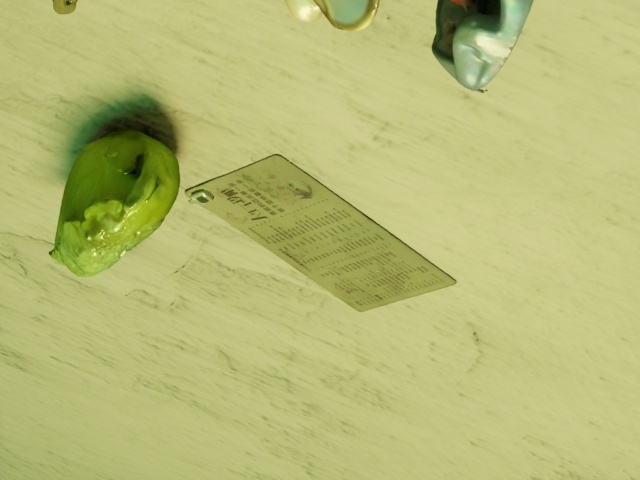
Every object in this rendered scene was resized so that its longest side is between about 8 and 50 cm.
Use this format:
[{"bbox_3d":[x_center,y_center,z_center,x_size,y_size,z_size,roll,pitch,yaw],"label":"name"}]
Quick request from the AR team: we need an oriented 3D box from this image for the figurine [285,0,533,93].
[{"bbox_3d":[-0.040,-0.272,1.314,0.388,0.248,0.277,12,149,-11],"label":"figurine"}]

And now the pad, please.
[{"bbox_3d":[0.000,0.000,1.955,0.265,0.009,0.159,34,146,-29],"label":"pad"}]

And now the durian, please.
[{"bbox_3d":[-0.200,-0.038,1.862,0.101,0.139,0.250,22,152,-20],"label":"durian"}]

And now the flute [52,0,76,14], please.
[{"bbox_3d":[-0.220,-0.265,1.595,0.027,0.027,0.233,16,151,1],"label":"flute"}]
